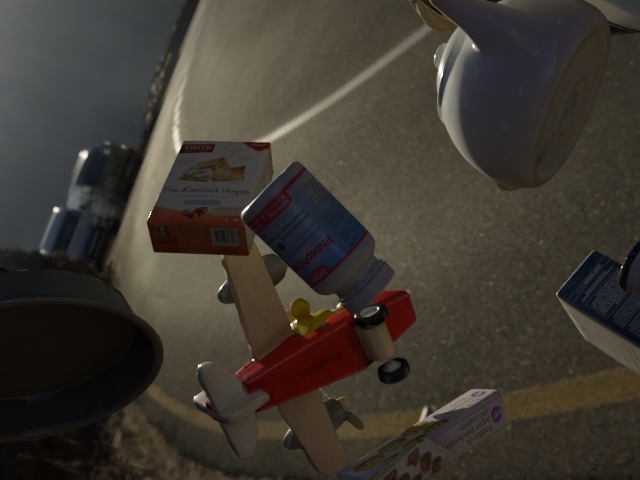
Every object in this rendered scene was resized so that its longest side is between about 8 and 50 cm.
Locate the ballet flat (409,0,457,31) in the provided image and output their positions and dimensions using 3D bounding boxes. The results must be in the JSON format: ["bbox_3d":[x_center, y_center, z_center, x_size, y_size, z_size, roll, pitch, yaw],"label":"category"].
[{"bbox_3d":[0.158,-0.448,1.509,0.086,0.248,0.086,-39,26,23],"label":"ballet flat"}]

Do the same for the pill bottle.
[{"bbox_3d":[0.000,0.000,0.955,0.087,0.160,0.087,-45,4,4],"label":"pill bottle"}]

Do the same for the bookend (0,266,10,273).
[{"bbox_3d":[-0.508,0.052,1.242,0.157,0.156,0.072,57,-123,-83],"label":"bookend"}]

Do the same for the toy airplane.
[{"bbox_3d":[-0.056,0.214,1.652,0.386,0.384,0.272,-68,19,8],"label":"toy airplane"}]

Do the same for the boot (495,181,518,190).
[{"bbox_3d":[0.326,-0.198,1.389,0.088,0.176,0.244,-69,-37,-61],"label":"boot"}]

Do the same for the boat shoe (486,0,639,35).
[{"bbox_3d":[0.370,-0.337,1.296,0.102,0.301,0.108,119,153,-63],"label":"boat shoe"}]

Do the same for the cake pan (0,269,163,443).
[{"bbox_3d":[-0.318,0.127,0.971,0.293,0.293,0.054,-55,42,41],"label":"cake pan"}]

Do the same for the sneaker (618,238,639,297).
[{"bbox_3d":[0.371,-0.013,0.826,0.211,0.080,0.081,-46,57,-2],"label":"sneaker"}]

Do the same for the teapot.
[{"bbox_3d":[0.227,-0.196,1.119,0.252,0.187,0.256,-31,-41,-49],"label":"teapot"}]

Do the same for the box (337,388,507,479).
[{"bbox_3d":[0.167,0.325,1.426,0.067,0.324,0.063,-7,102,53],"label":"box"}]

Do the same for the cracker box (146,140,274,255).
[{"bbox_3d":[-0.172,-0.074,1.471,0.232,0.155,0.067,-79,-13,-50],"label":"cracker box"}]

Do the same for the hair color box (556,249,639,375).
[{"bbox_3d":[0.547,0.165,1.398,0.105,0.174,0.347,-48,45,-4],"label":"hair color box"}]
